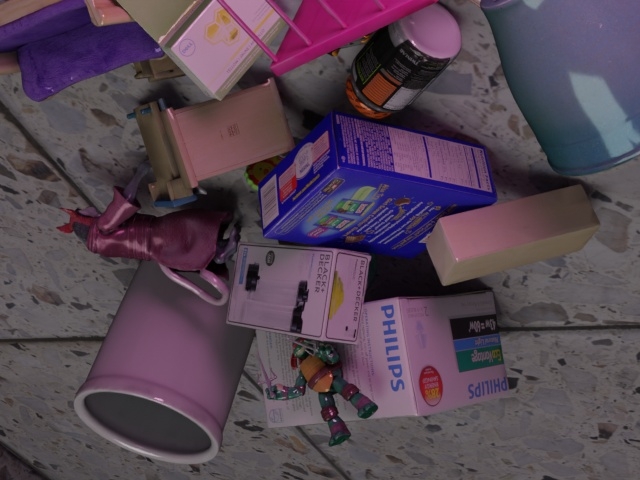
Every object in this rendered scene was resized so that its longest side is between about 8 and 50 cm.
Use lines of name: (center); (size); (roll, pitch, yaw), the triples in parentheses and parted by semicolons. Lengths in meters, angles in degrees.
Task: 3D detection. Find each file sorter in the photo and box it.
file sorter: (0.017, -0.394, 1.401); (0.291, 0.202, 0.182); (-17, 130, 41)

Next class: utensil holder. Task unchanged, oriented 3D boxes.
utensil holder: (-0.319, 0.249, 2.309); (0.328, 0.385, 0.327); (13, 146, 9)

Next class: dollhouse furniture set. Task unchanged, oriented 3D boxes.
dollhouse furniture set: (-0.219, -0.225, 1.863); (0.303, 0.198, 0.286); (-1, 108, 66)

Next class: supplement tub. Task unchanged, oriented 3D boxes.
supplement tub: (0.122, -0.273, 1.595); (0.117, 0.117, 0.190); (28, 146, -14)

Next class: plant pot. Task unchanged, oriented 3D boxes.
plant pot: (0.354, -0.268, 1.388); (0.272, 0.271, 0.255); (-22, 114, 44)

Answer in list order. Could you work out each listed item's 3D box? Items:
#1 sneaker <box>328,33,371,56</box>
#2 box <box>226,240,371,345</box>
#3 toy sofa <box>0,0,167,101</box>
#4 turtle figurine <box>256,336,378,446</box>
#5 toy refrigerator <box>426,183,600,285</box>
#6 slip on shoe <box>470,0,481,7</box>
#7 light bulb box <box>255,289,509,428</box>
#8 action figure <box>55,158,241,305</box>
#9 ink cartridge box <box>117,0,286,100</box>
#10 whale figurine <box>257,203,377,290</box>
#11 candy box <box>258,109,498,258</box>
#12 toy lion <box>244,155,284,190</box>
sneaker: (0.055, -0.339, 1.570); (0.083, 0.084, 0.215); (38, 152, -28)
box: (-0.045, 0.091, 1.918); (0.087, 0.169, 0.290); (12, 176, -41)
toy sofa: (-0.424, -0.334, 1.669); (0.363, 0.150, 0.177); (-10, 98, 36)
turtle figurine: (-0.005, 0.247, 1.891); (0.234, 0.118, 0.175); (49, 126, 23)
toy refrigerator: (0.326, -0.013, 1.779); (0.270, 0.094, 0.102); (-14, 156, -14)
slip on shoe: (0.227, -0.360, 1.493); (0.135, 0.051, 0.041); (21, -173, -19)
light bulb box: (0.126, 0.237, 2.090); (0.361, 0.225, 0.358); (-13, 172, 37)
action figure: (-0.350, 0.006, 2.097); (0.370, 0.275, 0.248); (5, 152, -2)
ink cartridge box: (-0.182, -0.354, 1.578); (0.235, 0.171, 0.056); (46, 169, -36)
whale figurine: (0.000, 0.000, 2.061); (0.272, 0.141, 0.216); (47, 147, 0)
candy box: (0.094, -0.084, 1.787); (0.317, 0.122, 0.268); (10, 151, -28)
toy lion: (-0.087, -0.125, 1.924); (0.100, 0.096, 0.034); (21, 146, -6)
